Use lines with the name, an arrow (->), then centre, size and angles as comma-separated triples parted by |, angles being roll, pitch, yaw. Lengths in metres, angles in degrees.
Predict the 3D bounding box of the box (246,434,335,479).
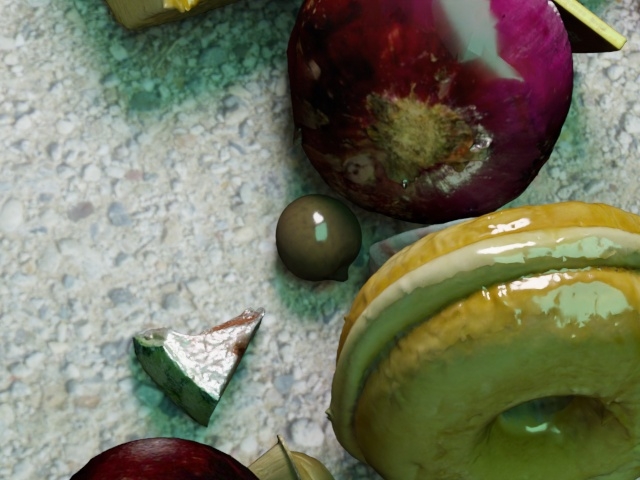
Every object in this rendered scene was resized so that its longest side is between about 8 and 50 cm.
box -> -0.022, 0.297, 1.345 | 0.111, 0.111, 0.177 | -23, 83, -25

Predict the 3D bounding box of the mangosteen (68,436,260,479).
mangosteen -> -0.170, 0.331, 1.180 | 0.293, 0.297, 0.297 | 24, 67, -15

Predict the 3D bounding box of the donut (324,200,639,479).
donut -> 0.210, 0.133, 1.312 | 0.449, 0.449, 0.198 | 5, 49, -19

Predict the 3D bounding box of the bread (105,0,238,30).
bread -> -0.133, -0.406, 1.437 | 0.279, 0.207, 0.279 | -27, 102, -24

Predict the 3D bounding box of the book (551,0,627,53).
book -> 0.195, -0.351, 1.548 | 0.374, 0.262, 0.028 | 36, 94, -7

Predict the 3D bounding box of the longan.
longan -> 0.000, 0.000, 1.450 | 0.113, 0.092, 0.113 | 16, 66, -39

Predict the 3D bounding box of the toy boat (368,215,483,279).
toy boat -> 0.175, 0.022, 1.401 | 0.206, 0.282, 0.096 | 24, 62, -14

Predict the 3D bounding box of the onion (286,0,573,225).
onion -> 0.133, -0.212, 1.467 | 0.348, 0.347, 0.385 | 34, 34, -8

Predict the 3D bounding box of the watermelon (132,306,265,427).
watermelon -> -0.110, 0.136, 1.367 | 0.158, 0.098, 0.121 | -12, 79, -27
